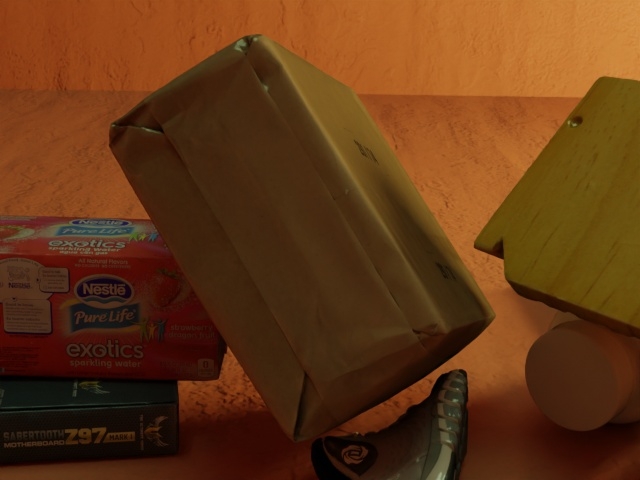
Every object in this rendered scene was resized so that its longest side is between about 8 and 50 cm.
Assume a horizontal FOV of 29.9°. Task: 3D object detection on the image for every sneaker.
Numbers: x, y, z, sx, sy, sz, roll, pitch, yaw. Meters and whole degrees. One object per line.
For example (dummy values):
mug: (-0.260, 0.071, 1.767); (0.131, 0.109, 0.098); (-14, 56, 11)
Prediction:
sneaker: (0.061, 0.175, 1.064); (0.132, 0.086, 0.229); (2, 19, 11)

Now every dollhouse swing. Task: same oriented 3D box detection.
dollhouse swing: (0.401, 0.030, 1.107); (0.315, 0.305, 0.347); (-51, 37, -13)

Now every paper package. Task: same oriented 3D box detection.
paper package: (0.000, 0.000, 1.093); (0.168, 0.309, 0.325); (-33, -8, 11)

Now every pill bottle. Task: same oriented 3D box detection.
pill bottle: (0.313, 0.104, 1.206); (0.136, 0.136, 0.245); (15, 23, 38)

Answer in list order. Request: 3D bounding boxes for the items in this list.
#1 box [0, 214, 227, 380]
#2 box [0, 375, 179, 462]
box: (-0.218, 0.053, 1.164); (0.256, 0.128, 0.122); (1, 19, 0)
box: (-0.236, 0.141, 1.195); (0.183, 0.059, 0.233); (-1, 18, -8)
